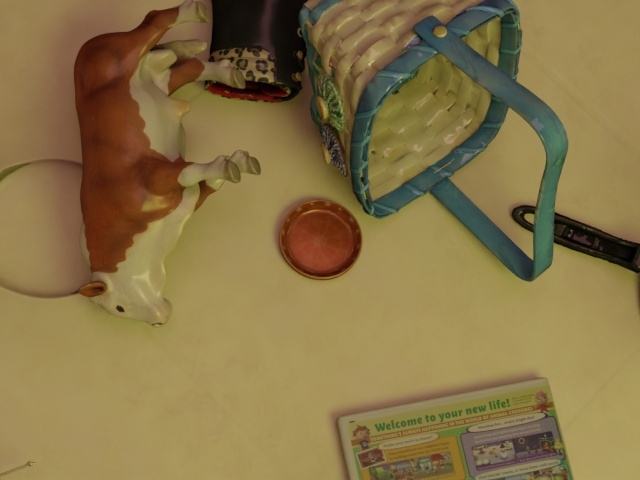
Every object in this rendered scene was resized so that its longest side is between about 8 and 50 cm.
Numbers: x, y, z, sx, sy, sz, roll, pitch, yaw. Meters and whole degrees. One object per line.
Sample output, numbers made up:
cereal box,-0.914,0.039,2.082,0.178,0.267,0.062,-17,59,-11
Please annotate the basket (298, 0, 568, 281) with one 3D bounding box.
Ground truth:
basket,0.115,-0.110,1.156,0.201,0.255,0.289,-39,62,-19

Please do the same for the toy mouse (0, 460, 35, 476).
toy mouse,-0.351,0.251,1.094,0.161,0.031,0.143,14,71,-2

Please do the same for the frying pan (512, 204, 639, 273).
frying pan,0.376,0.015,1.225,0.326,0.053,0.197,44,89,5

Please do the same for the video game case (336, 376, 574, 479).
video game case,0.137,0.242,1.157,0.212,0.023,0.193,-10,74,-9

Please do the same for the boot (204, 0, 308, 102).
boot,-0.007,-0.229,1.264,0.236,0.085,0.178,3,75,-1

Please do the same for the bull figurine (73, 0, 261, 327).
bull figurine,-0.159,-0.078,1.164,0.188,0.101,0.310,-21,67,17

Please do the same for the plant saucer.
plant saucer,0.000,0.000,1.225,0.083,0.013,0.083,2,71,-6
